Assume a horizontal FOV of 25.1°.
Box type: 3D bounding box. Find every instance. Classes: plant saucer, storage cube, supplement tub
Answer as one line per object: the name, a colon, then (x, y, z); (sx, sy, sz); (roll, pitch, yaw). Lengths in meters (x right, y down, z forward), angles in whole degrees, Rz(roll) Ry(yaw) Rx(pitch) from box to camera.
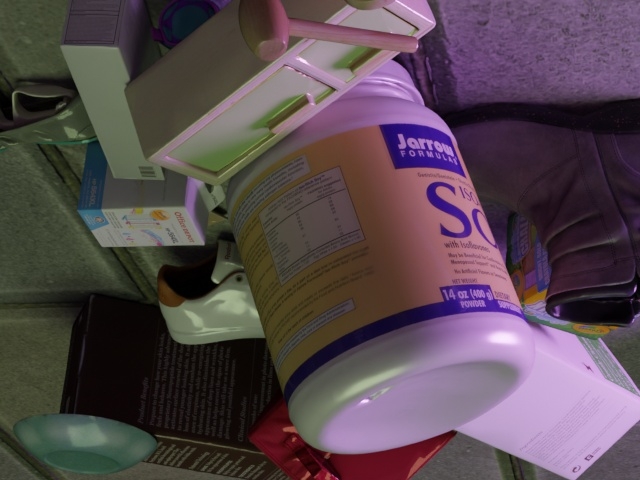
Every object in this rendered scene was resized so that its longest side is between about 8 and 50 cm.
plant saucer: (-0.317, 0.281, 1.928); (0.195, 0.037, 0.195); (4, 155, 2)
storage cube: (0.053, 0.217, 1.825); (0.183, 0.215, 0.193); (44, 106, -1)
supplement tub: (0.046, 0.013, 1.392); (0.241, 0.331, 0.241); (-15, 155, -7)

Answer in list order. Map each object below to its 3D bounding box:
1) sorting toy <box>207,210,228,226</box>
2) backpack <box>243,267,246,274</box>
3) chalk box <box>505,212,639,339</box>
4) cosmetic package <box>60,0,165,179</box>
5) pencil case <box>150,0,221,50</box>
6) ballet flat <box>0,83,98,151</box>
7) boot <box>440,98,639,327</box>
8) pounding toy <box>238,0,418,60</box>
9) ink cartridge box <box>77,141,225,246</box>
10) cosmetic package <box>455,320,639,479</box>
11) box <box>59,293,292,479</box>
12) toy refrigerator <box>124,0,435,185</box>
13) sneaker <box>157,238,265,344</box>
sorting toy: (-0.158, -0.036, 1.729); (0.062, 0.012, 0.083); (-13, 152, 39)
backpack: (0.000, 0.000, 1.662); (0.158, 0.117, 0.173); (19, 149, -27)
chalk box: (0.296, 0.025, 1.649); (0.132, 0.132, 0.213); (15, 151, -20)
cosmetic package: (-0.194, -0.160, 1.403); (0.060, 0.099, 0.239); (3, 152, 7)
pencil case: (-0.108, -0.172, 1.400); (0.070, 0.064, 0.152); (-19, 149, 5)
ballet flat: (-0.327, -0.131, 1.531); (0.213, 0.072, 0.068); (-7, 124, 19)
boot: (0.234, -0.022, 1.468); (0.338, 0.223, 0.118); (-7, 152, 20)
pounding toy: (0.045, -0.250, 1.129); (0.269, 0.154, 0.155); (-26, 150, 0)
ink cartridge box: (-0.186, -0.052, 1.617); (0.143, 0.090, 0.092); (-1, 152, 12)
cosmetic package: (0.213, 0.141, 1.767); (0.365, 0.197, 0.155); (28, 112, -42)
box: (-0.168, 0.220, 2.037); (0.381, 0.191, 0.143); (14, 151, -17)
toy refrigerator: (-0.039, -0.159, 1.282); (0.269, 0.094, 0.102); (-35, 149, 25)
sneaker: (-0.066, 0.053, 1.793); (0.290, 0.106, 0.123); (-11, 129, 7)
